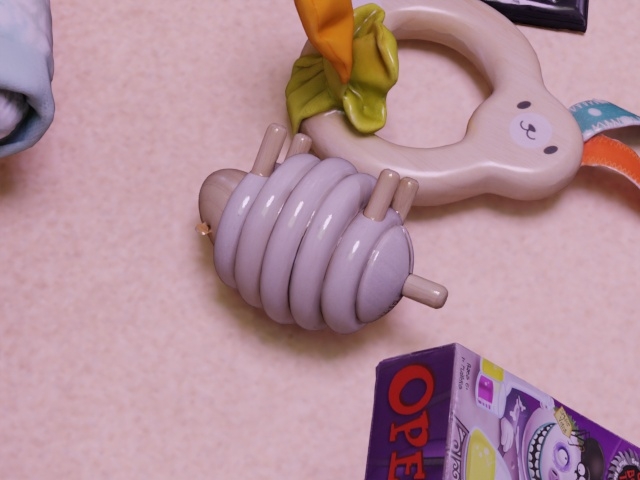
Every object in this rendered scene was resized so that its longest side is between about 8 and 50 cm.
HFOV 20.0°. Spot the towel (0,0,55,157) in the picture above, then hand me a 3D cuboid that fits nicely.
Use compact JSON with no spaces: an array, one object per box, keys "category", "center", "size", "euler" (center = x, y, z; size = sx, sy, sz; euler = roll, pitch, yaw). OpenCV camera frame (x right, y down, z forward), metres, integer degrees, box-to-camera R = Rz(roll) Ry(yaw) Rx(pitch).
[{"category":"towel","center":[-0.325,-0.166,0.883],"size":[0.375,0.090,0.320],"euler":[-5,59,-8]}]

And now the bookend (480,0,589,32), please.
[{"category":"bookend","center":[0.074,-0.185,0.907],"size":[0.157,0.156,0.072],"euler":[9,63,-2]}]

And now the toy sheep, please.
[{"category":"toy sheep","center":[0.000,0.000,0.849],"size":[0.132,0.091,0.091],"euler":[23,63,23]}]

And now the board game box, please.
[{"category":"board game box","center":[0.086,0.236,0.697],"size":[0.056,0.208,0.346],"euler":[-15,56,37]}]

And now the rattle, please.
[{"category":"rattle","center":[0.086,-0.086,0.874],"size":[0.200,0.142,0.130],"euler":[21,46,12]}]
